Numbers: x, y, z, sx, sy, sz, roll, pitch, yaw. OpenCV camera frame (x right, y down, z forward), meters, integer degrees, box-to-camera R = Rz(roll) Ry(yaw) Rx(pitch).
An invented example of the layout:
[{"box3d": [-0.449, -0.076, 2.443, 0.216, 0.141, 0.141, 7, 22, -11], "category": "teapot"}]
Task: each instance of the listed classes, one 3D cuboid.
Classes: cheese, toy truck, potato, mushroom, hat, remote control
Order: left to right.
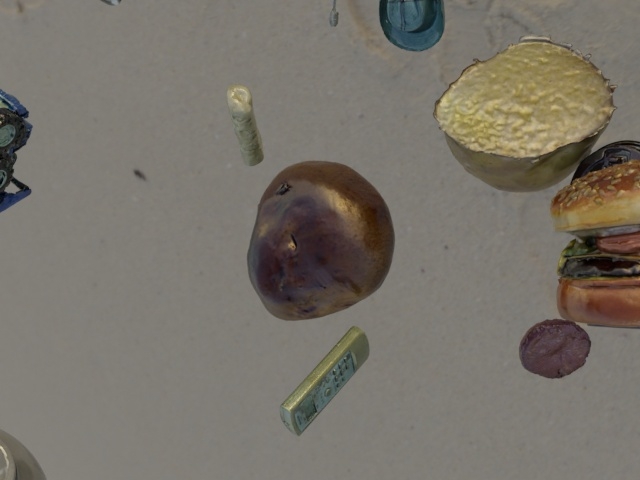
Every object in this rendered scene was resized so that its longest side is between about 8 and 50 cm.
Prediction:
[{"box3d": [-0.504, -0.128, 1.327, 0.113, 0.126, 0.208, 35, 117, 16], "category": "toy truck"}, {"box3d": [-0.122, -0.183, 1.431, 0.194, 0.043, 0.065, 85, 178, -69], "category": "cheese"}, {"box3d": [0.000, 0.000, 1.824, 0.345, 0.260, 0.345, -3, 84, 29], "category": "mushroom"}, {"box3d": [0.012, 0.268, 1.695, 0.038, 0.233, 0.098, 28, 149, 33], "category": "remote control"}, {"box3d": [0.177, -0.470, 1.756, 0.138, 0.078, 0.191, 3, 107, 28], "category": "hat"}, {"box3d": [0.367, -0.190, 1.594, 0.288, 0.301, 0.237, 59, 176, 34], "category": "potato"}]

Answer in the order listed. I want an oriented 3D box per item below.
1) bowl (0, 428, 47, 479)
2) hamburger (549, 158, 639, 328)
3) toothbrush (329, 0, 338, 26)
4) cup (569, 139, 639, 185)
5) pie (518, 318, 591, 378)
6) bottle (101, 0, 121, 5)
[{"box3d": [-0.511, 0.358, 1.218, 0.345, 0.345, 0.157, 43, 127, 16], "category": "bowl"}, {"box3d": [0.449, -0.001, 1.180, 0.291, 0.291, 0.225, -6, 90, 42], "category": "hamburger"}, {"box3d": [0.033, -0.501, 1.665, 0.017, 0.014, 0.194, 31, 125, 45], "category": "toothbrush"}, {"box3d": [0.561, -0.053, 1.509, 0.196, 0.280, 0.196, -16, 68, 44], "category": "cup"}, {"box3d": [0.475, 0.221, 1.790, 0.154, 0.036, 0.154, -2, 122, -3], "category": "pie"}, {"box3d": [-0.330, -0.369, 1.017, 0.254, 0.079, 0.096, 30, 175, -17], "category": "bottle"}]
